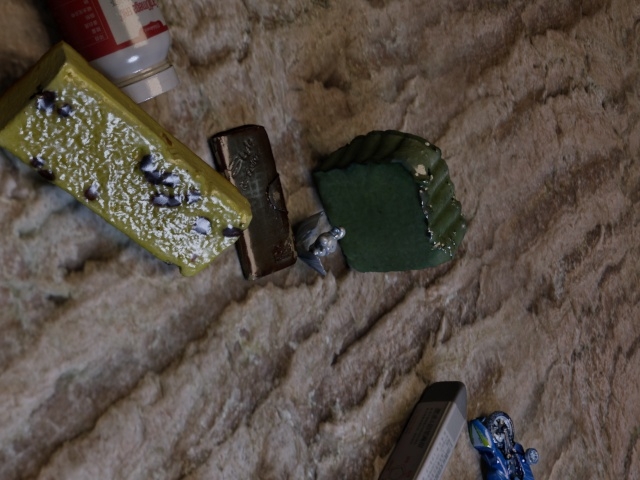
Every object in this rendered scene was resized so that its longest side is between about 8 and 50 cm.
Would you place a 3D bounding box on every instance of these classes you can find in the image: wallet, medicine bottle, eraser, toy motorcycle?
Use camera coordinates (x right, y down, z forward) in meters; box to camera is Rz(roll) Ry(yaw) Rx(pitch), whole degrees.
[{"bbox_3d":[-0.098,-0.063,1.482,0.122,0.031,0.232,-23,102,-48],"label":"wallet"},{"bbox_3d":[-0.276,-0.299,1.225,0.131,0.131,0.250,-39,113,-46],"label":"medicine bottle"},{"bbox_3d":[0.172,0.390,1.694,0.061,0.089,0.352,56,46,-23],"label":"eraser"},{"bbox_3d":[0.369,0.468,1.924,0.135,0.092,0.255,-19,90,-41],"label":"toy motorcycle"}]

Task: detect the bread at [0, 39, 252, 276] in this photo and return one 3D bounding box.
[{"bbox_3d":[-0.241,-0.086,1.226,0.361,0.138,0.077,41,13,-39],"label":"bread"}]

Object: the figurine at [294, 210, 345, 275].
[{"bbox_3d":[0.000,0.000,1.551,0.082,0.094,0.086,37,83,2],"label":"figurine"}]

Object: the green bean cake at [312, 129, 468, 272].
[{"bbox_3d":[0.118,-0.065,1.597,0.125,0.222,0.227,-53,127,-40],"label":"green bean cake"}]
